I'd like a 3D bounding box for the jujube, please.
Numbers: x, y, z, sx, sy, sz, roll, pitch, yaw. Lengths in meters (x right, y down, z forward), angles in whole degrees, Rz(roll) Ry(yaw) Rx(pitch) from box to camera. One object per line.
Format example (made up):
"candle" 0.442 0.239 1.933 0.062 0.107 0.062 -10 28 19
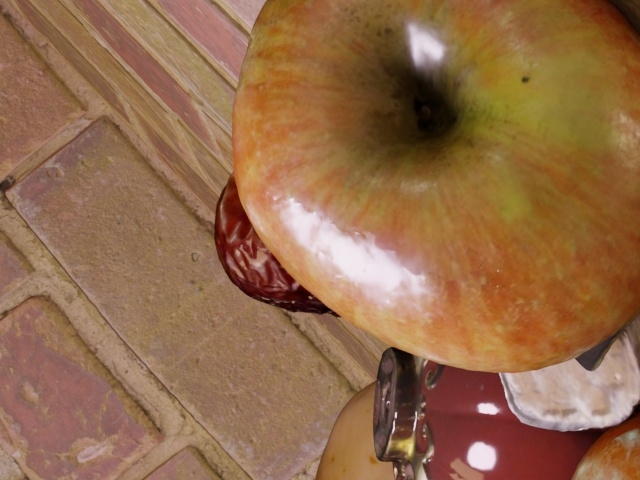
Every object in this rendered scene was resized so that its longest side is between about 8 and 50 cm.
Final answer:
"jujube" 0.000 0.000 2.315 0.216 0.216 0.342 44 179 27

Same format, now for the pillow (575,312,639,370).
"pillow" 0.182 -0.021 1.457 0.212 0.052 0.208 45 139 12

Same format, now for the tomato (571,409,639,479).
"tomato" 0.341 0.261 1.571 0.270 0.222 0.270 46 145 47

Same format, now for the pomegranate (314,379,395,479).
"pomegranate" 0.182 0.308 2.182 0.411 0.411 0.411 47 172 9

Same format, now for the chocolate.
"chocolate" 0.201 0.033 1.576 0.157 0.080 0.254 -8 110 44

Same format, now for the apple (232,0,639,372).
"apple" 0.094 -0.057 1.235 0.309 0.277 0.250 60 -173 14

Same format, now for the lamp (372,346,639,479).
"lamp" 0.183 0.169 1.795 0.257 0.303 0.303 8 177 -9
